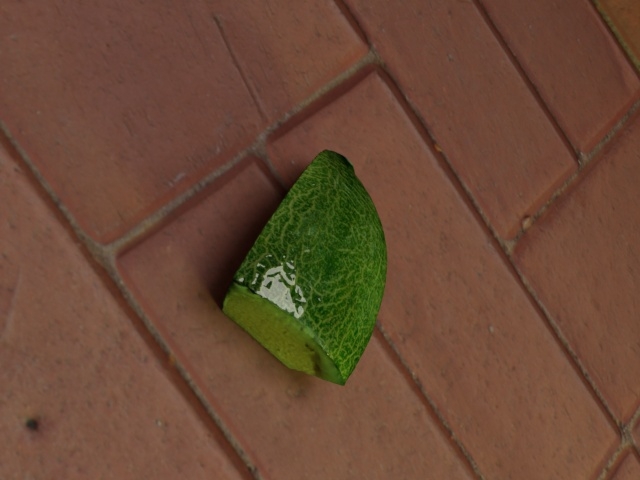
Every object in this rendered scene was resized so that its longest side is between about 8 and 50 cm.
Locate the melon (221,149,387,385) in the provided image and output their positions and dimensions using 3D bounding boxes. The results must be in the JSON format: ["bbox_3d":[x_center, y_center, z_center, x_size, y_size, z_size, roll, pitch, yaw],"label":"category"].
[{"bbox_3d":[0.000,0.000,1.679,0.196,0.124,0.323,49,42,-26],"label":"melon"}]
